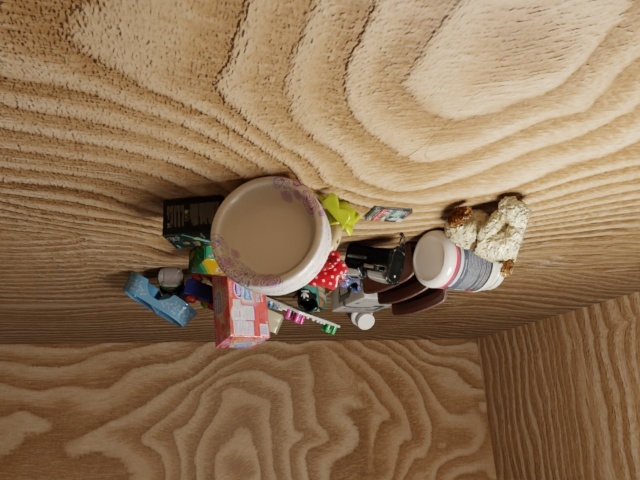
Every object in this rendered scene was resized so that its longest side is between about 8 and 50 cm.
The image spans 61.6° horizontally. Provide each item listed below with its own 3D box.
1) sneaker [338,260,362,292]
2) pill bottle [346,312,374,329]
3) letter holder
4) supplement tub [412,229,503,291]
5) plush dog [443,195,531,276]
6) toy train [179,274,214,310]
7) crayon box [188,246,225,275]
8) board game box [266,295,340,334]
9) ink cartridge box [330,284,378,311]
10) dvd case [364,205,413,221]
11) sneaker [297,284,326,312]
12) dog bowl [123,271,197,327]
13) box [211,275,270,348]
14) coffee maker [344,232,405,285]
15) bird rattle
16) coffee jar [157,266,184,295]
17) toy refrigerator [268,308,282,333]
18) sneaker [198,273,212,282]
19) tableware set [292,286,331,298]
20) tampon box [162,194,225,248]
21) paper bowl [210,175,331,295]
[{"bbox_3d":[0.088,0.138,2.060,0.221,0.087,0.083,23,147,-33],"label":"sneaker"},{"bbox_3d":[0.183,0.340,2.523,0.108,0.107,0.180,3,-160,-18],"label":"pill bottle"},{"bbox_3d":[0.300,0.159,1.980,0.152,0.214,0.302,8,158,-30],"label":"letter holder"},{"bbox_3d":[0.465,0.073,1.795,0.273,0.191,0.191,8,158,-29],"label":"supplement tub"},{"bbox_3d":[0.478,-0.016,1.593,0.226,0.210,0.262,18,167,21],"label":"plush dog"},{"bbox_3d":[-0.409,0.227,2.040,0.248,0.105,0.143,22,151,-20],"label":"toy train"},{"bbox_3d":[-0.281,0.062,1.803,0.279,0.081,0.165,8,158,-29],"label":"crayon box"},{"bbox_3d":[-0.158,0.285,2.251,0.390,0.050,0.390,19,172,28],"label":"board game box"},{"bbox_3d":[0.200,0.226,2.301,0.211,0.121,0.289,7,159,-25],"label":"ink cartridge box"},{"bbox_3d":[0.201,-0.077,1.587,0.120,0.013,0.087,4,160,-17],"label":"dvd case"},{"bbox_3d":[-0.045,0.260,2.282,0.108,0.120,0.302,2,151,13],"label":"sneaker"},{"bbox_3d":[-0.609,0.229,2.021,0.297,0.074,0.166,29,157,4],"label":"dog bowl"},{"bbox_3d":[-0.291,0.225,1.920,0.154,0.299,0.142,9,149,-33],"label":"box"},{"bbox_3d":[0.186,0.060,1.808,0.178,0.171,0.120,9,148,36],"label":"coffee maker"},{"bbox_3d":[0.000,0.000,1.459,0.207,0.253,0.143,13,173,37],"label":"bird rattle"},{"bbox_3d":[-0.570,0.163,2.054,0.096,0.078,0.184,2,161,-12],"label":"coffee jar"},{"bbox_3d":[-0.299,0.314,2.344,0.270,0.094,0.102,22,167,6],"label":"toy refrigerator"},{"bbox_3d":[-0.392,0.144,2.047,0.064,0.067,0.175,-16,156,36],"label":"sneaker"},{"bbox_3d":[-0.039,0.226,2.386,0.128,0.039,0.194,18,150,-13],"label":"tableware set"},{"bbox_3d":[-0.327,-0.048,1.445,0.161,0.101,0.120,-5,162,2],"label":"tampon box"},{"bbox_3d":[-0.114,-0.005,1.329,0.285,0.283,0.148,-7,162,11],"label":"paper bowl"}]
